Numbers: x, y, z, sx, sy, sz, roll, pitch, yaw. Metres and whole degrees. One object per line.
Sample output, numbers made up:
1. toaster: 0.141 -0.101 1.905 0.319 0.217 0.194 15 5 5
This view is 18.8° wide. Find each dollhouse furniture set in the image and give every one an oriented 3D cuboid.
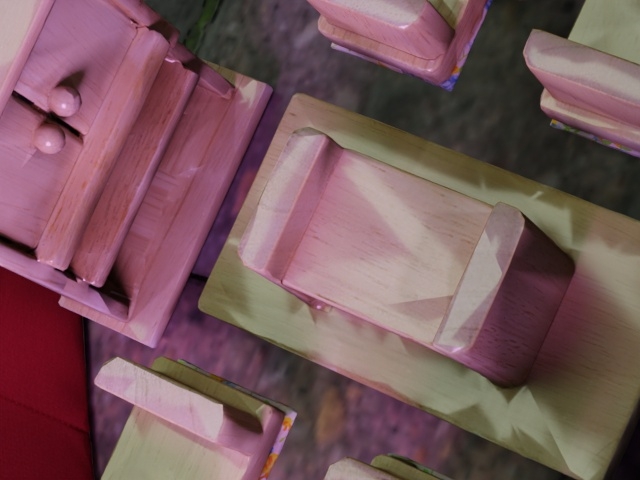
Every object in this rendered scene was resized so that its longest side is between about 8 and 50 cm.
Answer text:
1. dollhouse furniture set: 0.000 0.000 0.614 0.242 0.161 0.212 23 85 24

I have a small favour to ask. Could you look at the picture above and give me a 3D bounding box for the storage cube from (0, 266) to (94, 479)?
1. storage cube: -0.207 0.080 0.691 0.215 0.193 0.183 -32 50 27
